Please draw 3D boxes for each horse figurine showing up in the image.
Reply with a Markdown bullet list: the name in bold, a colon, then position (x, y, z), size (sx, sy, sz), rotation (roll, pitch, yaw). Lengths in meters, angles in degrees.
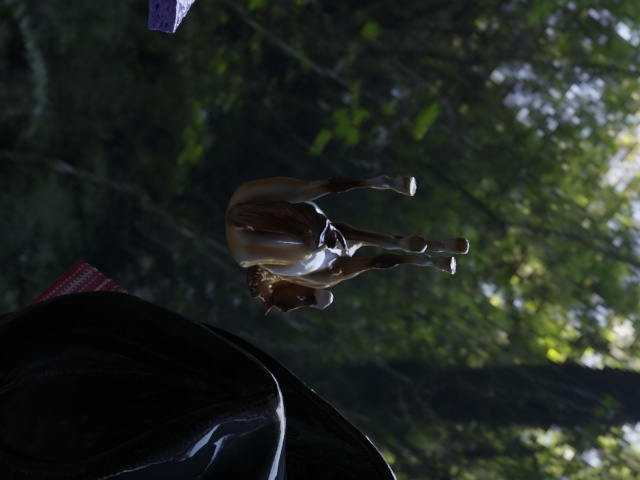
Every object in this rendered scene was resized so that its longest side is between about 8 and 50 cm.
- **horse figurine**: position (0.000, 0.000, 1.158), size (0.174, 0.263, 0.066), rotation (-2, -102, 17)

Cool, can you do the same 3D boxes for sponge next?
- **sponge**: position (-0.132, -0.308, 1.650), size (0.210, 0.031, 0.117), rotation (-72, 168, -56)

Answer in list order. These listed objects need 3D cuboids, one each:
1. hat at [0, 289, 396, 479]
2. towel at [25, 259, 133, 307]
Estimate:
- **hat**: position (-0.107, 0.109, 0.897), size (0.331, 0.331, 0.134), rotation (-104, -161, -47)
- **towel**: position (-0.261, 0.150, 1.866), size (0.199, 0.031, 0.275), rotation (-43, -129, -17)
